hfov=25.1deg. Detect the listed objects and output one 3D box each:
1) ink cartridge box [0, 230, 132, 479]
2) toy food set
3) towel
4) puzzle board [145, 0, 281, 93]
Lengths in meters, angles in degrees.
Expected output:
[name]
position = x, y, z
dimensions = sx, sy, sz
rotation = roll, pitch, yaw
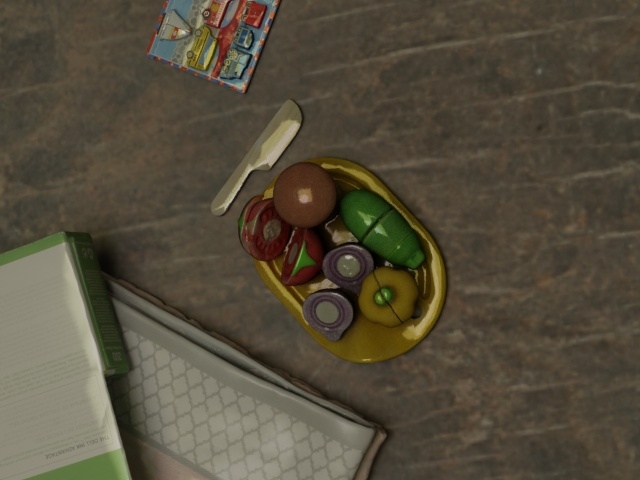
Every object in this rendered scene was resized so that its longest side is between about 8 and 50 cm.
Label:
[ink cartridge box]
position = -0.236, 0.128, 1.151
dimensions = 0.171, 0.056, 0.235
rotation = -19, 83, 15
[toy food set]
position = 0.000, 0.000, 1.132
dimensions = 0.128, 0.071, 0.218
rotation = -46, 77, 9
[towel]
position = -0.151, 0.217, 1.176
dimensions = 0.331, 0.053, 0.317
rotation = 27, 95, 16
[puzzle board]
position = -0.083, -0.198, 1.194
dimensions = 0.096, 0.011, 0.128
rotation = 22, 93, 15
